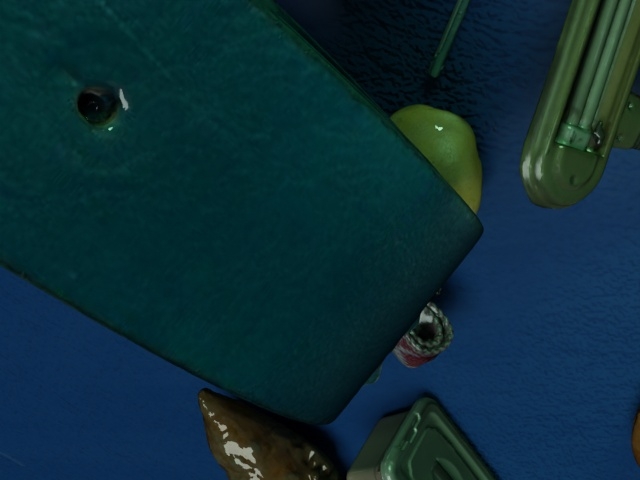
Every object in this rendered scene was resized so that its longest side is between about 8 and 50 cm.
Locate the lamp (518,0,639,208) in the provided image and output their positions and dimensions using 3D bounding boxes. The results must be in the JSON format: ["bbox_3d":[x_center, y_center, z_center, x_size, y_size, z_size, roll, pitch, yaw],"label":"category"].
[{"bbox_3d":[0.270,-0.093,0.539,0.283,0.124,0.203,15,108,17],"label":"lamp"}]

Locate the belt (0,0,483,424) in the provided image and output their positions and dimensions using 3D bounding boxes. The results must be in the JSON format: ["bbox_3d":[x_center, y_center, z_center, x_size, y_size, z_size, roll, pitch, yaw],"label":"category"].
[{"bbox_3d":[-0.108,-0.072,0.515,0.436,0.173,0.300,41,178,-38],"label":"belt"}]

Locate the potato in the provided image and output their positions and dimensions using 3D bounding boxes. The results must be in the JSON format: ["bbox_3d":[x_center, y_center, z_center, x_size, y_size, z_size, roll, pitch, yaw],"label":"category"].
[{"bbox_3d":[0.073,-0.048,0.667,0.068,0.062,0.083,-7,95,58],"label":"potato"}]

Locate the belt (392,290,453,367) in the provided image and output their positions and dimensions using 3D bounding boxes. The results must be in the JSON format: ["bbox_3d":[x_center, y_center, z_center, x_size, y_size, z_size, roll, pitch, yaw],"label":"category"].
[{"bbox_3d":[0.000,0.000,0.733,0.232,0.071,0.053,38,137,-3],"label":"belt"}]

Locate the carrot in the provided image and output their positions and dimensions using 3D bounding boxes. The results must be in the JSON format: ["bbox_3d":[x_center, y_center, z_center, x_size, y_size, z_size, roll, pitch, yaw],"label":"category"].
[{"bbox_3d":[-0.026,0.226,0.890,0.102,0.102,0.263,-26,110,35],"label":"carrot"}]

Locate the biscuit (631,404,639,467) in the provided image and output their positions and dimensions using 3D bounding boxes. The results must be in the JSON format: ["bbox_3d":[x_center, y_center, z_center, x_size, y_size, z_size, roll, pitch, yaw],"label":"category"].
[{"bbox_3d":[0.324,0.136,0.711,0.192,0.036,0.186,26,129,3],"label":"biscuit"}]

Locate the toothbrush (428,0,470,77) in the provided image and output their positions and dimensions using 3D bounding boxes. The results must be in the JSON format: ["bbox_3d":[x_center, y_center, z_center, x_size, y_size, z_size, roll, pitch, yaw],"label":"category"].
[{"bbox_3d":[0.098,-0.165,0.604,0.014,0.011,0.167,22,130,0],"label":"toothbrush"}]

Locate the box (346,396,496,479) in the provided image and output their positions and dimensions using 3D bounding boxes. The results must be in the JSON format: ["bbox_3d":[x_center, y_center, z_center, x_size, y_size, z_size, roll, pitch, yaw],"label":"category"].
[{"bbox_3d":[0.083,0.199,0.829,0.062,0.089,0.122,-21,114,45],"label":"box"}]
